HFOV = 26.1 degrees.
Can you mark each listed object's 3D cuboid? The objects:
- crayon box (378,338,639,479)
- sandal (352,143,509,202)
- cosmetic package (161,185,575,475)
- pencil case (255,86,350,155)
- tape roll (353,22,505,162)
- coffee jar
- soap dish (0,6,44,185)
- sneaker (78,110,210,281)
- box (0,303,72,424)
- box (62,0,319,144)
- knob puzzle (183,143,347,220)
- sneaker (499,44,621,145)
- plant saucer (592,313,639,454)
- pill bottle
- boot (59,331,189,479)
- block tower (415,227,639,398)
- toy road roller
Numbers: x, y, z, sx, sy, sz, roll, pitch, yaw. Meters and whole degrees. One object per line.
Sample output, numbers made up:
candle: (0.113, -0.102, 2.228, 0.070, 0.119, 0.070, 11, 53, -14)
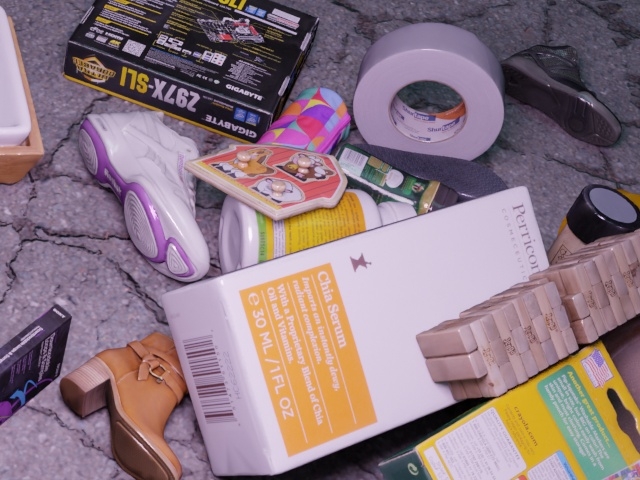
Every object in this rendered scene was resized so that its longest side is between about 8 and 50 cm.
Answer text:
crayon box: (0.242, 0.267, 1.559, 0.323, 0.083, 0.203, -24, 83, -37)
sandal: (0.156, -0.085, 2.025, 0.254, 0.054, 0.097, 15, 36, 10)
cosmetic package: (0.065, 0.103, 1.653, 0.453, 0.161, 0.230, -18, 90, -32)
pencil case: (-0.036, -0.123, 1.956, 0.104, 0.104, 0.236, 26, 44, 7)
tape roll: (0.159, -0.209, 2.019, 0.219, 0.219, 0.072, 14, 44, -5)
coffee jar: (0.098, -0.060, 1.939, 0.184, 0.096, 0.079, 24, 46, 4)
soap dish: (-0.509, -0.194, 1.850, 0.228, 0.118, 0.291, -3, 47, -22)
sneaker: (-0.203, -0.076, 1.838, 0.152, 0.114, 0.305, -15, 53, -29)
box: (-0.348, 0.155, 1.558, 0.029, 0.116, 0.162, 33, 46, 12)
box: (-0.190, -0.292, 2.081, 0.322, 0.079, 0.257, 20, 44, 1)
knob puzzle: (-0.049, -0.094, 1.795, 0.213, 0.030, 0.213, 7, 27, -4)
sneaker: (0.408, -0.246, 2.236, 0.227, 0.087, 0.130, 35, 52, 24)
plant saucer: (0.447, 0.230, 1.675, 0.310, 0.311, 0.050, 29, 6, 10)
pill bottle: (0.000, 0.000, 1.815, 0.245, 0.136, 0.136, -1, 47, -19)
boot: (-0.188, 0.190, 1.613, 0.197, 0.073, 0.152, 44, 45, 21)
block tower: (0.274, 0.084, 1.633, 0.335, 0.097, 0.091, -24, 95, -30)
toy road roller: (0.456, 0.068, 1.867, 0.240, 0.202, 0.329, -15, 52, -45)
